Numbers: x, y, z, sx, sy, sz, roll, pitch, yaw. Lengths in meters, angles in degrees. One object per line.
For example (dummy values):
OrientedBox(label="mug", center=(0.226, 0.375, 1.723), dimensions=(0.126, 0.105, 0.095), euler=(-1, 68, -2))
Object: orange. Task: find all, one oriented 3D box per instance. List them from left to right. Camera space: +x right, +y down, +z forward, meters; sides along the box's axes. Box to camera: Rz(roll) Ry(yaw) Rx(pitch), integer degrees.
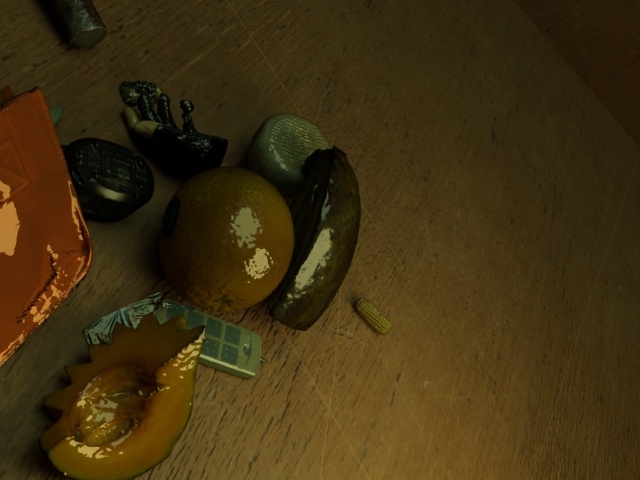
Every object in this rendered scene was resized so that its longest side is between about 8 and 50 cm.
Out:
OrientedBox(label="orange", center=(-0.148, -0.004, 1.158), dimensions=(0.236, 0.236, 0.236), euler=(23, 50, -31))

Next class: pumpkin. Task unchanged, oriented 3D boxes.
OrientedBox(label="pumpkin", center=(-0.265, 0.219, 1.007), dimensions=(0.254, 0.131, 0.149), euler=(-41, 130, -26))

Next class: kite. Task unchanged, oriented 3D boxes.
OrientedBox(label="kite", center=(-0.270, 0.152, 1.073), dimensions=(0.160, 0.010, 0.182), euler=(19, 64, -19))

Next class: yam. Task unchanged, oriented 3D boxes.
OrientedBox(label="yam", center=(-0.434, -0.406, 1.264), dimensions=(0.079, 0.079, 0.141), euler=(-27, 87, -49))

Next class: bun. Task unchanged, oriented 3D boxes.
OrientedBox(label="bun", center=(-0.065, -0.154, 1.417), dimensions=(0.173, 0.113, 0.166), euler=(42, 50, -17))

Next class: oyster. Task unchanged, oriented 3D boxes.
OrientedBox(label="oyster", center=(-0.322, -0.269, 1.320), dimensions=(0.083, 0.019, 0.054), euler=(-8, 70, -46))

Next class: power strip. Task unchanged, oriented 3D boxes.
OrientedBox(label="power strip", center=(-0.175, 0.160, 1.167), dimensions=(0.227, 0.029, 0.079), euler=(26, 49, -29))

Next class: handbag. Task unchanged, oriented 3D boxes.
OrientedBox(label="handbag", center=(-0.439, 0.029, 0.821), dimensions=(0.410, 0.116, 0.303), euler=(-58, 152, -46))

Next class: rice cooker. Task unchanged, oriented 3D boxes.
OrientedBox(label="rice cooker", center=(-0.340, -0.094, 1.126), dimensions=(0.165, 0.107, 0.112), euler=(18, 56, -48))

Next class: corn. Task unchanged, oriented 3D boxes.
OrientedBox(label="corn", center=(0.103, 0.149, 1.434), dimensions=(0.092, 0.037, 0.037), euler=(48, 41, -10))

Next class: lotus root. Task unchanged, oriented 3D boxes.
OrientedBox(label="lotus root", center=(0.004, 0.002, 1.277), dimensions=(0.142, 0.210, 0.313), euler=(24, 87, -22))

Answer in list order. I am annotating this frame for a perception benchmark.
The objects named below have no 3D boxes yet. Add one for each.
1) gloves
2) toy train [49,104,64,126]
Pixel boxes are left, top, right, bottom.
OrientedBox(label="gloves", center=(-0.264, -0.180, 1.276), dimensions=(0.181, 0.106, 0.129), euler=(24, 42, 7))
OrientedBox(label="toy train", center=(-0.452, -0.134, 1.081), dimensions=(0.048, 0.055, 0.252), euler=(46, 42, -10))
